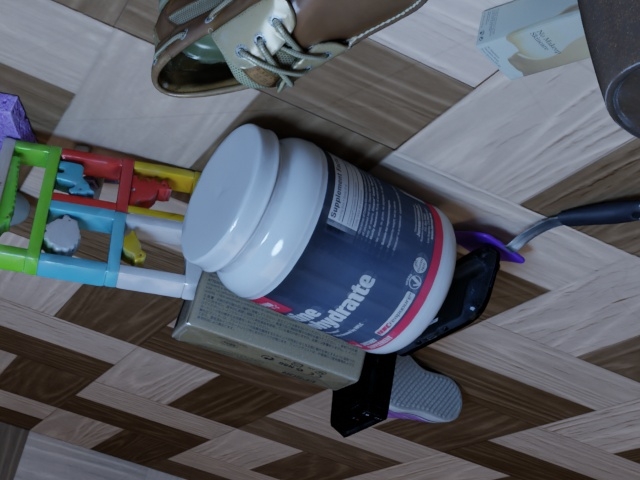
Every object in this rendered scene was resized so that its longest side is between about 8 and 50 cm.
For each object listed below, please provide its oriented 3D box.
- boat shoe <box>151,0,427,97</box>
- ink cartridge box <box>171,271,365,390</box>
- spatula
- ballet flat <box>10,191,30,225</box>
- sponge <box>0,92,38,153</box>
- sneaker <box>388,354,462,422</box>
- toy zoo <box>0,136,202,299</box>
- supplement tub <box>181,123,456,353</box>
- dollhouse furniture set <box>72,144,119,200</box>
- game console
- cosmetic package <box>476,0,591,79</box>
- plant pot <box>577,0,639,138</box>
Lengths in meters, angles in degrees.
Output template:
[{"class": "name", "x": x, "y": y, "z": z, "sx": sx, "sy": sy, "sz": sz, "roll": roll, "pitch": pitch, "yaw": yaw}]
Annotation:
[{"class": "boat shoe", "x": -0.033, "y": -0.182, "z": 0.978, "sx": 0.122, "sy": 0.120, "sz": 0.324, "roll": 31, "pitch": 157, "yaw": -35}, {"class": "ink cartridge box", "x": -0.049, "y": 0.064, "z": 1.463, "sx": 0.234, "sy": 0.193, "sz": 0.088, "roll": 20, "pitch": 157, "yaw": -14}, {"class": "spatula", "x": 0.263, "y": -0.013, "z": 1.335, "sx": 0.084, "sy": 0.030, "sz": 0.296, "roll": 31, "pitch": 151, "yaw": -29}, {"class": "ballet flat", "x": -0.499, "y": -0.073, "z": 1.550, "sx": 0.213, "sy": 0.072, "sz": 0.068, "roll": 17, "pitch": 149, "yaw": -7}, {"class": "sponge", "x": -0.461, "y": -0.153, "z": 1.403, "sx": 0.210, "sy": 0.031, "sz": 0.117, "roll": 11, "pitch": 156, "yaw": 5}, {"class": "sneaker", "x": 0.091, "y": 0.239, "z": 1.888, "sx": 0.161, "sy": 0.102, "sz": 0.282, "roll": -5, "pitch": 150, "yaw": 41}, {"class": "toy zoo", "x": -0.241, "y": -0.024, "z": 1.350, "sx": 0.293, "sy": 0.192, "sz": 0.030, "roll": 9, "pitch": 134, "yaw": -12}, {"class": "supplement tub", "x": 0.000, "y": 0.000, "z": 1.303, "sx": 0.272, "sy": 0.191, "sz": 0.191, "roll": 25, "pitch": 153, "yaw": -25}, {"class": "dollhouse furniture set", "x": -0.256, "y": -0.059, "z": 1.439, "sx": 0.114, "sy": 0.081, "sz": 0.091, "roll": 7, "pitch": 155, "yaw": 13}, {"class": "game console", "x": 0.113, "y": 0.119, "z": 1.482, "sx": 0.044, "sy": 0.213, "sz": 0.361, "roll": 22, "pitch": 150, "yaw": -20}, {"class": "cosmetic package", "x": 0.199, "y": -0.182, "z": 0.990, "sx": 0.115, "sy": 0.041, "sz": 0.060, "roll": -12, "pitch": 145, "yaw": 44}, {"class": "plant pot", "x": 0.251, "y": -0.182, "z": 0.735, "sx": 0.215, "sy": 0.230, "sz": 0.215, "roll": 11, "pitch": 155, "yaw": 5}]
